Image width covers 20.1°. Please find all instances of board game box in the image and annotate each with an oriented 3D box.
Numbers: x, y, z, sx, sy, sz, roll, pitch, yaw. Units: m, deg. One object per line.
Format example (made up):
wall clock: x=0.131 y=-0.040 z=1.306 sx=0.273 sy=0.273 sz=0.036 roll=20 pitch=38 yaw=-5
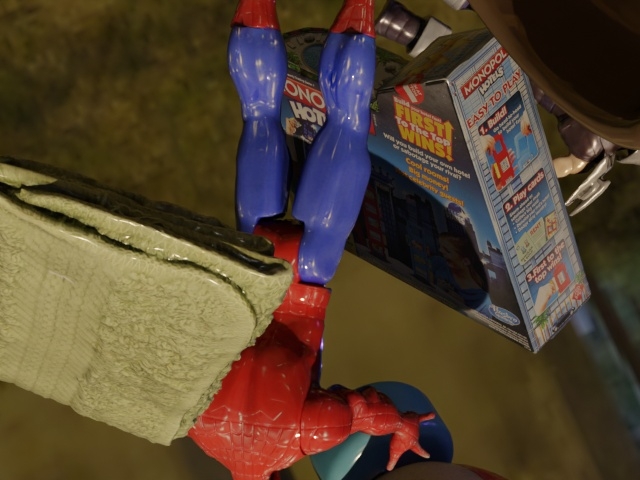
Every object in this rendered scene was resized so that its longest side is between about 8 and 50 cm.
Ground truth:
board game box: x=0.059 y=-0.055 z=1.040 sx=0.060 sy=0.194 sz=0.194 roll=-42 pitch=144 yaw=-28

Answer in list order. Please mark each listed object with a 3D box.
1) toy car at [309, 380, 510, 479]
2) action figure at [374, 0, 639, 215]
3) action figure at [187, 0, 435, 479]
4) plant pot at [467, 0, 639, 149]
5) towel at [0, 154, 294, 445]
toy car: x=0.098 y=0.224 z=0.952 sx=0.238 sy=0.219 sz=0.210 roll=18 pitch=117 yaw=-36
action figure: x=0.188 y=-0.144 z=1.536 sx=0.185 sy=0.285 sz=0.099 roll=-55 pitch=176 yaw=3
action figure: x=0.000 y=0.000 z=0.808 sx=0.091 sy=0.280 sz=0.139 roll=7 pitch=173 yaw=21
plant pot: x=0.062 y=-0.147 z=0.386 sx=0.110 sy=0.237 sz=0.237 roll=-26 pitch=179 yaw=-5
towel: x=-0.072 y=0.016 z=0.480 sx=0.110 sy=0.027 sz=0.148 roll=20 pitch=158 yaw=-7
